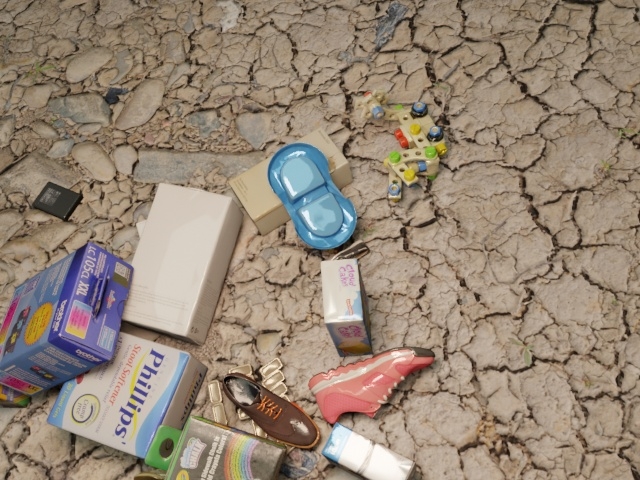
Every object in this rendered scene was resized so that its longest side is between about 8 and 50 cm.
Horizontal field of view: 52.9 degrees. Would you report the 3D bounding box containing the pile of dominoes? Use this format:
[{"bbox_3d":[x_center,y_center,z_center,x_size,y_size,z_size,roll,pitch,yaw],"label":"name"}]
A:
[{"bbox_3d":[-0.163,0.432,1.593,0.196,0.040,0.251,-15,70,0],"label":"pile of dominoes"}]

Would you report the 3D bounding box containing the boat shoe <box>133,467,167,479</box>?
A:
[{"bbox_3d":[-0.372,0.573,1.547,0.153,0.048,0.056,-6,108,12],"label":"boat shoe"}]

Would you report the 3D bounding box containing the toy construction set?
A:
[{"bbox_3d":[0.230,-0.286,1.813,0.215,0.151,0.327,-23,73,-1],"label":"toy construction set"}]

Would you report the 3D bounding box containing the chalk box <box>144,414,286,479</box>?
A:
[{"bbox_3d":[-0.239,0.501,1.439,0.289,0.179,0.180,19,73,4],"label":"chalk box"}]

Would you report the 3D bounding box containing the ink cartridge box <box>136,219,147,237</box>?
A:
[{"bbox_3d":[-0.406,0.026,1.830,0.189,0.066,0.232,-20,76,0],"label":"ink cartridge box"}]

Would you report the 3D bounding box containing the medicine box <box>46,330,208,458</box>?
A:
[{"bbox_3d":[-0.473,0.383,1.601,0.290,0.149,0.263,12,67,17],"label":"medicine box"}]

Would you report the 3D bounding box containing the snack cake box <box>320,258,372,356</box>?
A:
[{"bbox_3d":[0.066,0.167,1.540,0.089,0.264,0.152,-6,63,7],"label":"snack cake box"}]

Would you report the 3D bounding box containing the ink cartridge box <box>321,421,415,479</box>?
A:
[{"bbox_3d":[0.110,0.494,1.437,0.191,0.139,0.082,23,69,20],"label":"ink cartridge box"}]

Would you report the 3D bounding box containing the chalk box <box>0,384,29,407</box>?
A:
[{"bbox_3d":[-0.857,0.344,1.657,0.133,0.213,0.132,-1,64,10],"label":"chalk box"}]

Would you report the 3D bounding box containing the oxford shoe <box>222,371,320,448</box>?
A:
[{"bbox_3d":[-0.125,0.405,1.524,0.272,0.098,0.096,28,75,15],"label":"oxford shoe"}]

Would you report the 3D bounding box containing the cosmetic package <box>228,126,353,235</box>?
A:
[{"bbox_3d":[-0.082,-0.167,1.823,0.310,0.113,0.160,-33,63,-5],"label":"cosmetic package"}]

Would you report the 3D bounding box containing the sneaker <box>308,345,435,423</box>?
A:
[{"bbox_3d":[0.134,0.348,1.540,0.314,0.116,0.136,-20,72,8],"label":"sneaker"}]

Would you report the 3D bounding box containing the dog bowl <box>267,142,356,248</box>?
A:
[{"bbox_3d":[-0.024,-0.112,1.704,0.166,0.074,0.297,-29,85,-6],"label":"dog bowl"}]

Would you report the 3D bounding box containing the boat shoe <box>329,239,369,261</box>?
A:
[{"bbox_3d":[0.075,0.048,1.724,0.125,0.046,0.038,-33,57,-16],"label":"boat shoe"}]

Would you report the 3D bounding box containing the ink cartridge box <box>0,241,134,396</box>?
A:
[{"bbox_3d":[-0.617,0.185,1.572,0.396,0.151,0.269,-25,45,29],"label":"ink cartridge box"}]

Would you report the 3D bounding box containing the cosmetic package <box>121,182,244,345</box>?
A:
[{"bbox_3d":[-0.367,0.059,1.707,0.217,0.156,0.384,14,74,12],"label":"cosmetic package"}]

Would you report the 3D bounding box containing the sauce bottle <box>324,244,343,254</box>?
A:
[{"bbox_3d":[0.000,0.000,1.764,0.128,0.042,0.042,24,70,23],"label":"sauce bottle"}]

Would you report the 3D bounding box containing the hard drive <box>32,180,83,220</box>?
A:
[{"bbox_3d":[-0.813,-0.122,1.990,0.135,0.022,0.094,21,69,20],"label":"hard drive"}]
